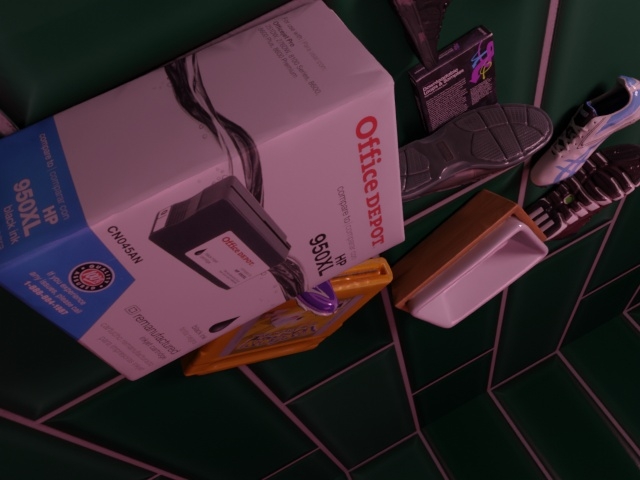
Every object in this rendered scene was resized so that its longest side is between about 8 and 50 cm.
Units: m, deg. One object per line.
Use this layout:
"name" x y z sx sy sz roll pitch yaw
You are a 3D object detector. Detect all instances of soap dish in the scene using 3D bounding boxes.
"soap dish" 0.292 0.042 1.102 0.291 0.118 0.229 -43 145 17

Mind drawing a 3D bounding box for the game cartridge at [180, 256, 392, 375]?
"game cartridge" -0.068 0.141 0.950 0.285 0.053 0.324 -7 151 -31

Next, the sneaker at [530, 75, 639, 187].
"sneaker" 0.461 -0.191 0.980 0.086 0.085 0.237 30 121 -24

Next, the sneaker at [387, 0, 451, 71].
"sneaker" 0.128 -0.271 0.624 0.089 0.051 0.170 -33 144 12

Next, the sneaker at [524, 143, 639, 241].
"sneaker" 0.567 -0.091 1.181 0.281 0.106 0.162 -36 154 24

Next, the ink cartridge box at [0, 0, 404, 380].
"ink cartridge box" -0.114 -0.042 0.628 0.395 0.166 0.285 -27 147 -7

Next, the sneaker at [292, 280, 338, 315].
"sneaker" -0.019 0.027 0.784 0.068 0.170 0.071 -10 158 -46

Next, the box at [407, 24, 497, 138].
"box" 0.191 -0.207 0.778 0.116 0.029 0.162 -32 148 2

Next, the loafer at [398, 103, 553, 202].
"loafer" 0.200 -0.123 0.809 0.267 0.096 0.084 -20 167 -3
